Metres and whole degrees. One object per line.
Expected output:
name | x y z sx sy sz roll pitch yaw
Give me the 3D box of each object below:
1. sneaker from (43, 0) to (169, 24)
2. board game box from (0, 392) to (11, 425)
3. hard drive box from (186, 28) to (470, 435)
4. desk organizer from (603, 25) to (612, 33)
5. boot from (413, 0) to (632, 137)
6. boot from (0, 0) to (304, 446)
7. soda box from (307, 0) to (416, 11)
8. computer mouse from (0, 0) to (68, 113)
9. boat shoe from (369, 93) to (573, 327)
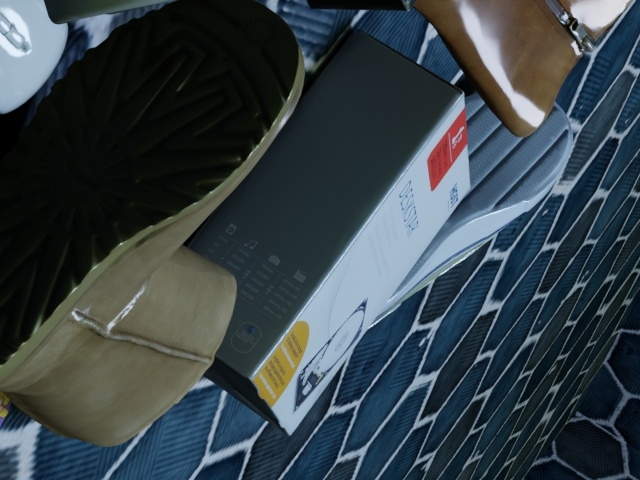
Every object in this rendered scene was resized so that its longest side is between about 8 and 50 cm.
sneaker | -0.065 -0.153 0.613 0.222 0.083 0.118 -81 162 -80
board game box | -0.201 0.118 0.804 0.133 0.033 0.168 -52 163 -16
hard drive box | 0.000 0.000 1.056 0.232 0.089 0.181 -54 164 -10
desk organizer | 0.228 -0.207 1.388 0.130 0.047 0.050 -34 150 -53
boot | 0.126 -0.211 0.813 0.280 0.096 0.264 32 92 -47
boot | -0.087 0.003 0.800 0.236 0.089 0.269 -41 165 0
soda box | -0.004 -0.175 0.640 0.053 0.060 0.169 -54 134 -29
computer mouse | -0.134 -0.095 0.586 0.106 0.042 0.193 -56 163 -7
boat shoe | 0.087 -0.025 1.270 0.302 0.109 0.094 -36 171 -30
